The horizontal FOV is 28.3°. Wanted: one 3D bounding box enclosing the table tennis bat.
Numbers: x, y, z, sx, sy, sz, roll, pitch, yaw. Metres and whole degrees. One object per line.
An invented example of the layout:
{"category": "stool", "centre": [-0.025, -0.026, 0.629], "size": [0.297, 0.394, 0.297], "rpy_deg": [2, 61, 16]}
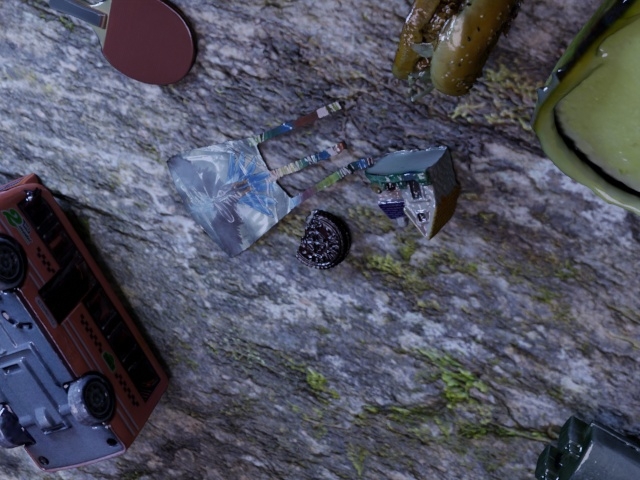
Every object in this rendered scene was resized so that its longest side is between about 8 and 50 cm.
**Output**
{"category": "table tennis bat", "centre": [-0.266, -0.286, 1.710], "size": [0.220, 0.019, 0.130], "rpy_deg": [24, 125, 9]}

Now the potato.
{"category": "potato", "centre": [0.396, -0.178, 1.384], "size": [0.330, 0.213, 0.280], "rpy_deg": [43, 144, -15]}

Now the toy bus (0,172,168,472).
{"category": "toy bus", "centre": [-0.418, 0.119, 1.882], "size": [0.203, 0.233, 0.427], "rpy_deg": [-18, 111, 31]}

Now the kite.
{"category": "kite", "centre": [-0.078, -0.097, 1.733], "size": [0.310, 0.015, 0.169], "rpy_deg": [-30, 101, 34]}

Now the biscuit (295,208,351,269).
{"category": "biscuit", "centre": [0.000, 0.000, 1.744], "size": [0.089, 0.027, 0.087], "rpy_deg": [-21, 108, 32]}

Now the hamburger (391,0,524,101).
{"category": "hamburger", "centre": [0.157, -0.239, 1.458], "size": [0.113, 0.177, 0.186], "rpy_deg": [24, 97, 3]}

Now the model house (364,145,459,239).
{"category": "model house", "centre": [0.117, -0.056, 1.622], "size": [0.100, 0.088, 0.100], "rpy_deg": [-2, 115, 29]}

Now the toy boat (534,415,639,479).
{"category": "toy boat", "centre": [0.449, 0.354, 1.704], "size": [0.319, 0.092, 0.141], "rpy_deg": [28, 125, -1]}
